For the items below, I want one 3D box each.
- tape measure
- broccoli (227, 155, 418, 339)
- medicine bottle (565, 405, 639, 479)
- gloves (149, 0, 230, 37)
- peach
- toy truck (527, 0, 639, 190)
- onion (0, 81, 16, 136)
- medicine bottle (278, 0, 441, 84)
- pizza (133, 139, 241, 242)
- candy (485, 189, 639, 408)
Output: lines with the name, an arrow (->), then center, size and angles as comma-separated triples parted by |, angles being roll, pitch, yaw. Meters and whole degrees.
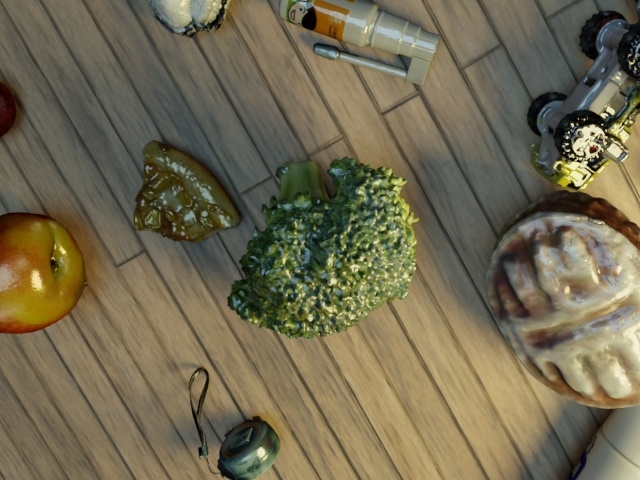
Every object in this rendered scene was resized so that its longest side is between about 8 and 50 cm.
tape measure -> -0.143, 0.285, 1.058 | 0.107, 0.104, 0.179 | -26, 96, 20
broccoli -> 0.009, 0.018, 0.900 | 0.288, 0.260, 0.235 | -28, 109, 19
medicine bottle -> 0.423, 0.336, 0.929 | 0.130, 0.130, 0.341 | 26, 107, 6
gloves -> -0.171, -0.357, 0.942 | 0.114, 0.070, 0.153 | 31, 114, -4
peach -> -0.471, 0.052, 1.044 | 0.192, 0.190, 0.190 | -16, 98, 20
toy truck -> 0.365, -0.195, 0.828 | 0.111, 0.136, 0.286 | 26, 110, -16
onion -> -0.533, -0.209, 1.048 | 0.107, 0.097, 0.107 | -6, 117, -13
medicine bottle -> 0.050, -0.283, 0.918 | 0.221, 0.061, 0.092 | 21, 130, 7
pizza -> -0.229, -0.059, 1.026 | 0.161, 0.062, 0.182 | -34, 94, 19
candy -> 0.342, 0.075, 0.878 | 0.214, 0.157, 0.289 | -26, 103, 31
